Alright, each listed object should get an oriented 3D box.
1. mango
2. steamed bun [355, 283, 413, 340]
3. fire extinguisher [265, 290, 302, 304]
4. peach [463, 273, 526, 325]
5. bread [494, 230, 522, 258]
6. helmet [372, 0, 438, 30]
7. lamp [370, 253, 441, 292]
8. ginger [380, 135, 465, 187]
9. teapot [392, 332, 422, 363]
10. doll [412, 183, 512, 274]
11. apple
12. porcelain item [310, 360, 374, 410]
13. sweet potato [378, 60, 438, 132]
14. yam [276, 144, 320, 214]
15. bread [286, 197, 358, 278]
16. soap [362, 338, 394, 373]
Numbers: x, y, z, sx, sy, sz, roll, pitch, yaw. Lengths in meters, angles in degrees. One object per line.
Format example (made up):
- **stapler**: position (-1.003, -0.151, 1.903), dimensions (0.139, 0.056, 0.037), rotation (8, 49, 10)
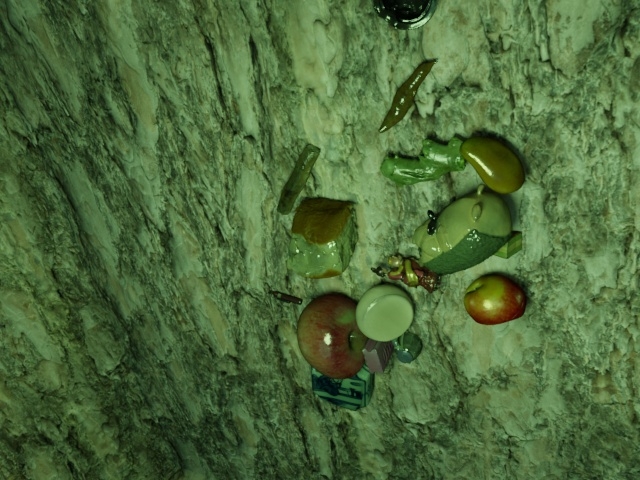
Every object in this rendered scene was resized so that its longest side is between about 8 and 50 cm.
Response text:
- **mango**: position (0.523, -0.234, 1.298), dimensions (0.227, 0.136, 0.099), rotation (36, 165, -5)
- **steamed bun**: position (0.245, 0.275, 1.693), dimensions (0.231, 0.145, 0.232), rotation (-4, 112, -10)
- **fire extinguisher**: position (-0.164, 0.266, 1.978), dimensions (0.173, 0.035, 0.049), rotation (15, 160, 18)
- **peach**: position (0.602, 0.214, 1.480), dimensions (0.192, 0.190, 0.190), rotation (37, 126, 3)
- **bread**: position (0.601, 0.001, 1.465), dimensions (0.139, 0.084, 0.074), rotation (22, 131, 52)
- **helmet**: position (0.237, -0.687, 1.207), dimensions (0.176, 0.107, 0.153), rotation (25, 124, -12)
- **lamp**: position (0.323, 0.114, 1.608), dimensions (0.253, 0.118, 0.118), rotation (18, 123, 20)
- **ginger**: position (0.337, -0.258, 1.409), dimensions (0.289, 0.089, 0.137), rotation (-18, 126, 37)
- **teapot**: position (0.356, 0.438, 1.768), dimensions (0.111, 0.108, 0.149), rotation (1, 117, 24)
- **doll**: position (0.448, -0.018, 1.404), dimensions (0.247, 0.247, 0.349), rotation (37, 142, 3)
- **apple**: position (0.040, 0.396, 1.777), dimensions (0.269, 0.345, 0.345), rotation (-4, 115, 38)
- **porcelain item**: position (0.101, 0.625, 1.969), dimensions (0.281, 0.157, 0.286), rotation (10, 121, 19)
- **sweet potato**: position (0.268, -0.451, 1.347), dimensions (0.067, 0.067, 0.274), rotation (37, 125, 3)
- **yam**: position (-0.091, -0.226, 1.644), dimensions (0.067, 0.071, 0.317), rotation (12, 129, -24)
- **bread**: position (0.000, 0.000, 1.608), dimensions (0.250, 0.279, 0.225), rotation (7, 133, 24)
- **soap**: position (0.246, 0.438, 1.764), dimensions (0.065, 0.203, 0.122), rotation (-9, 111, 30)
